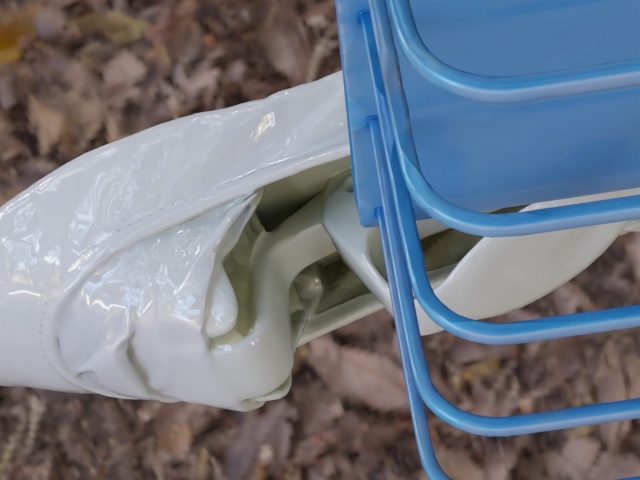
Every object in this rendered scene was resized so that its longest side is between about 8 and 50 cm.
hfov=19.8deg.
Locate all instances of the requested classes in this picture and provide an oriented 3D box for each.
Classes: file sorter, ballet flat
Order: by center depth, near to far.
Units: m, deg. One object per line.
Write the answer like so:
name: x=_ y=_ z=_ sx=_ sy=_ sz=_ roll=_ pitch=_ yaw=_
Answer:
file sorter: x=0.067 y=-0.027 z=0.398 sx=0.118 sy=0.170 sz=0.104 roll=-8 pitch=56 yaw=0
ballet flat: x=0.000 y=0.000 z=0.828 sx=0.400 sy=0.139 sz=0.139 roll=-22 pitch=45 yaw=8
